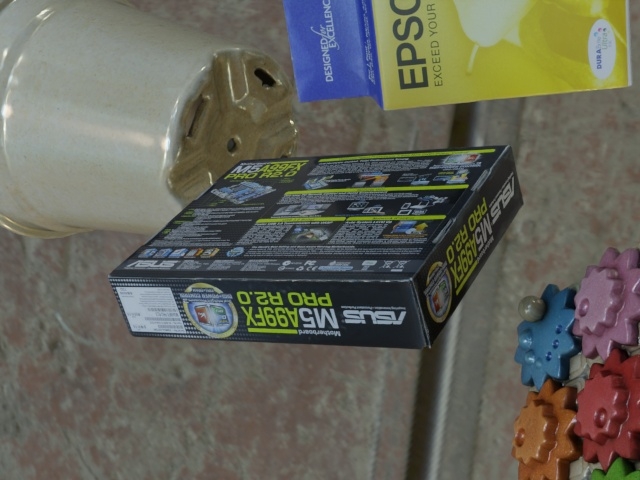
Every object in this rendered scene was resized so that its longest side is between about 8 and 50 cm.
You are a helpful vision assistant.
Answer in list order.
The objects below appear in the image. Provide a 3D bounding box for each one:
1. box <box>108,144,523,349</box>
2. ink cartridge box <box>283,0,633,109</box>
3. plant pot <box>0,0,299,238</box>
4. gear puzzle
[{"bbox_3d":[0.000,0.000,0.874,0.216,0.270,0.060,-48,129,-50],"label":"box"},{"bbox_3d":[0.106,-0.269,0.941,0.307,0.072,0.304,-6,113,7],"label":"ink cartridge box"},{"bbox_3d":[-0.206,-0.135,1.287,0.333,0.305,0.334,-25,122,-49],"label":"plant pot"},{"bbox_3d":[0.175,0.173,0.765,0.044,0.175,0.339,15,62,-19],"label":"gear puzzle"}]
